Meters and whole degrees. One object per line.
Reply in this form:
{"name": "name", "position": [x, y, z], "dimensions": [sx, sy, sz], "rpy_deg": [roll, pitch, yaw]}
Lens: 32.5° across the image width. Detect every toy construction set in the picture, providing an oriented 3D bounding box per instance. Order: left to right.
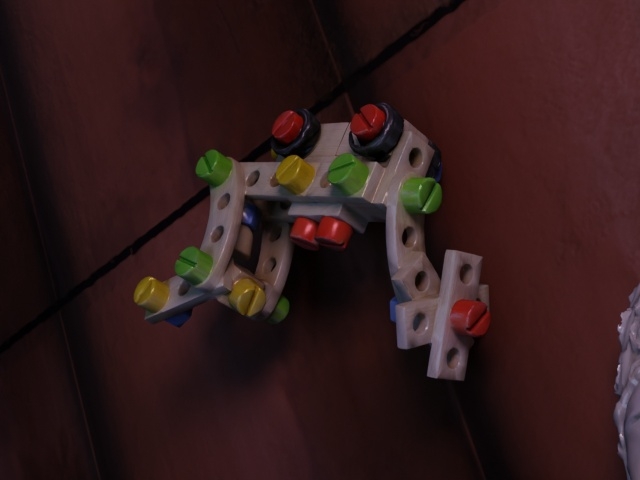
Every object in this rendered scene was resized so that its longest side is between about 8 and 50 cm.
{"name": "toy construction set", "position": [0.000, 0.000, 0.939], "dimensions": [0.327, 0.151, 0.215], "rpy_deg": [11, 71, 35]}

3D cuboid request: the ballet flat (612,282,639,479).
{"name": "ballet flat", "position": [0.266, 0.205, 0.699], "dimensions": [0.147, 0.147, 0.409], "rpy_deg": [-20, 74, 40]}
